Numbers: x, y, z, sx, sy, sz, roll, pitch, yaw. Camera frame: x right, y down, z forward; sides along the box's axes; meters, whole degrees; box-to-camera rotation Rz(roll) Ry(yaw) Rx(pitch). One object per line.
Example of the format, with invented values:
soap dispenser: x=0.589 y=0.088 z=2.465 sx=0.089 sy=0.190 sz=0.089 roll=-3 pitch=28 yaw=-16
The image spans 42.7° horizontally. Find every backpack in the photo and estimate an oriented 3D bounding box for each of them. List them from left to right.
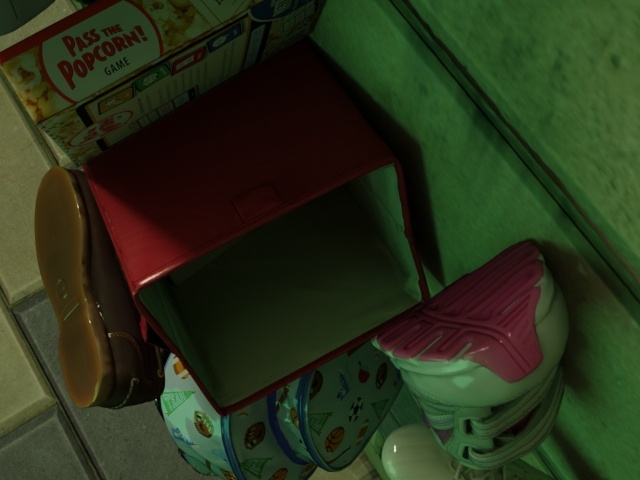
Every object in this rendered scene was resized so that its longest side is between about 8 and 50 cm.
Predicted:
backpack: x=-0.042 y=0.150 z=0.913 sx=0.213 sy=0.263 sz=0.276 roll=14 pitch=143 yaw=42

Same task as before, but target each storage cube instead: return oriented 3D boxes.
storage cube: x=-0.054 y=-0.020 z=0.627 sx=0.193 sy=0.215 sz=0.183 roll=59 pitch=173 yaw=39

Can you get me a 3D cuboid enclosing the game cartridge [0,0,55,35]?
game cartridge: x=-0.224 y=-0.223 z=0.330 sx=0.294 sy=0.060 sz=0.196 roll=47 pitch=166 yaw=10

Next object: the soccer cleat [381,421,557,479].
soccer cleat: x=0.137 y=0.182 z=0.577 sx=0.196 sy=0.068 sz=0.076 roll=29 pitch=161 yaw=-7

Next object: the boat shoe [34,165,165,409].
boat shoe: x=-0.179 y=0.037 z=0.665 sx=0.073 sy=0.073 sz=0.206 roll=4 pitch=-117 yaw=-46

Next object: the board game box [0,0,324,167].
board game box: x=-0.087 y=-0.121 z=0.505 sx=0.045 sy=0.194 sz=0.147 roll=58 pitch=170 yaw=-1

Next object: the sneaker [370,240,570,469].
sneaker: x=0.102 y=0.077 z=0.487 sx=0.111 sy=0.103 sz=0.252 roll=56 pitch=179 yaw=7

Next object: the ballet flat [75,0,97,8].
ballet flat: x=-0.138 y=-0.226 z=0.482 sx=0.182 sy=0.164 sz=0.483 roll=39 pitch=174 yaw=-4
